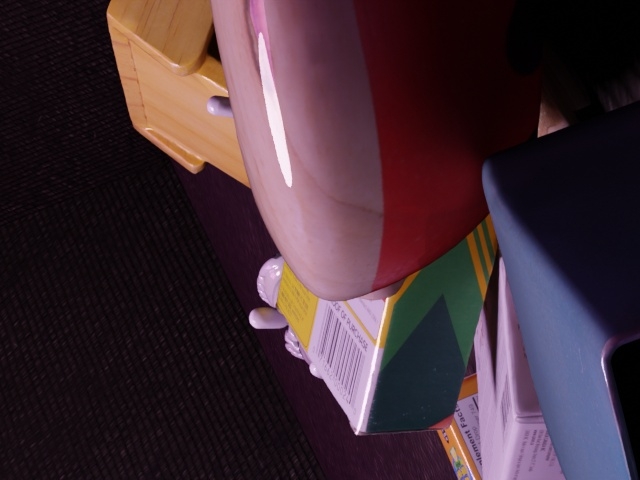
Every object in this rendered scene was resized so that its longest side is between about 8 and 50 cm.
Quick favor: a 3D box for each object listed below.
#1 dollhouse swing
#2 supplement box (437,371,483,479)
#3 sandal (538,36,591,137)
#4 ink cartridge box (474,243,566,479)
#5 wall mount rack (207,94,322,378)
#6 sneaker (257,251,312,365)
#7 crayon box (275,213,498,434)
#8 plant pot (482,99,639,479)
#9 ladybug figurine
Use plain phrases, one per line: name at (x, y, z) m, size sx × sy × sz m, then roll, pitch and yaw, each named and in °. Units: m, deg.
dollhouse swing at (-0.076, -0.230, 1.579) m, size 0.347 × 0.305 × 0.315 m, roll 98°, pitch -171°, yaw -73°
supplement box at (0.179, 0.238, 1.199) m, size 0.078 × 0.080 × 0.233 m, roll 103°, pitch 146°, yaw -72°
sandal at (0.150, -0.013, 0.764) m, size 0.088 × 0.079 × 0.240 m, roll 85°, pitch 160°, yaw -62°
ink cartridge box at (0.158, 0.079, 1.017) m, size 0.275 × 0.060 × 0.239 m, roll 84°, pitch -175°, yaw -61°
wall mount rack at (0.000, 0.000, 1.251) m, size 0.304 × 0.130 × 0.350 m, roll 65°, pitch -169°, yaw -72°
sneaker at (-0.008, 0.111, 1.905) m, size 0.118 × 0.110 × 0.292 m, roll 50°, pitch 171°, yaw 36°
crayon box at (0.057, -0.043, 0.962) m, size 0.202 × 0.081 × 0.318 m, roll -126°, pitch 42°, yaw -56°
plant pot at (0.165, 0.029, 0.562) m, size 0.234 × 0.165 × 0.166 m, roll -119°, pitch 10°, yaw -63°
ladybug figurine at (0.028, -0.171, 0.681) m, size 0.305 × 0.162 × 0.449 m, roll -90°, pitch -7°, yaw -60°
